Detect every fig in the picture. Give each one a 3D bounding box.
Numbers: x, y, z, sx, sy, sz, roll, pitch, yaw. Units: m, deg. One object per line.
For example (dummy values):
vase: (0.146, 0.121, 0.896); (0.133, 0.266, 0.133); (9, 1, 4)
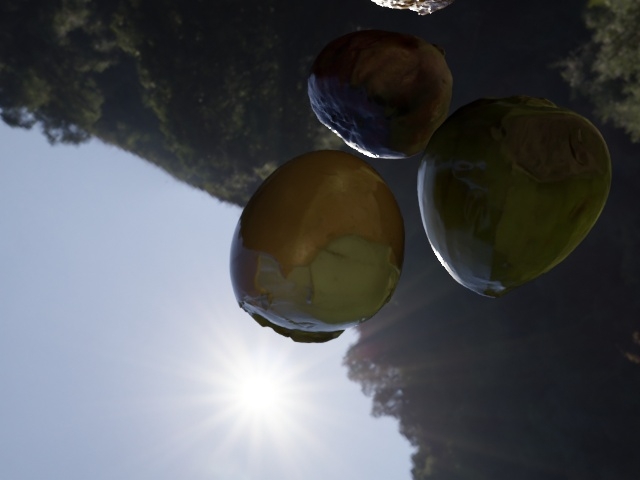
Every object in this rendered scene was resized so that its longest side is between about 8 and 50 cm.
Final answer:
fig: (0.243, -0.052, 1.086); (0.240, 0.270, 0.239); (5, -158, -2)
fig: (0.109, -0.242, 1.388); (0.263, 0.224, 0.224); (-2, -129, -42)

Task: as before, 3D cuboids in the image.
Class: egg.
egg: (0.000, 0.000, 0.994); (0.201, 0.201, 0.244); (36, -131, -29)

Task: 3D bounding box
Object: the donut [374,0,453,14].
donut: (0.128, -0.618, 1.390); (0.164, 0.377, 0.435); (-6, -128, -31)
